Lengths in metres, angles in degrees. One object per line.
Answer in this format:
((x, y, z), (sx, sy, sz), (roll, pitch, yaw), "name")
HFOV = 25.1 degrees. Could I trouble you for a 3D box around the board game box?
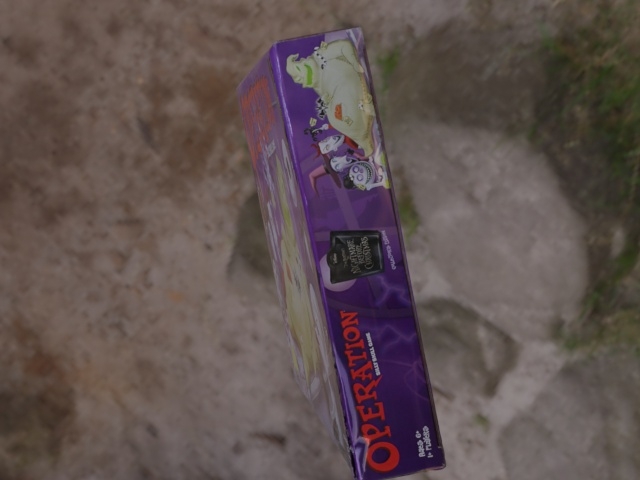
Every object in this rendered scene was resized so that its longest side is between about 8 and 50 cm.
((0.000, 0.000, 0.813), (0.347, 0.056, 0.208), (-160, 63, -84), "board game box")
